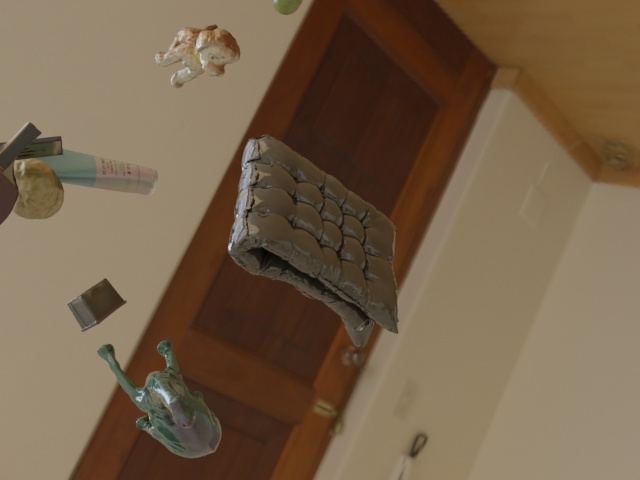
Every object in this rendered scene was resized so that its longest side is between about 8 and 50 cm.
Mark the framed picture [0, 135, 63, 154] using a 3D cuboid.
[{"bbox_3d":[-0.637,-0.153,1.621,0.324,0.013,0.244,-8,-178,-15],"label":"framed picture"}]

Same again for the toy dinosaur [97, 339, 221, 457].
[{"bbox_3d":[-0.194,0.299,1.367,0.331,0.129,0.383,33,157,51],"label":"toy dinosaur"}]

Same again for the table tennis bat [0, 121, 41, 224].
[{"bbox_3d":[-0.495,-0.093,1.305,0.019,0.220,0.130,0,136,51],"label":"table tennis bat"}]

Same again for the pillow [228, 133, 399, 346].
[{"bbox_3d":[0.000,0.000,1.400,0.101,0.228,0.326,-27,132,33],"label":"pillow"}]

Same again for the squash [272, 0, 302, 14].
[{"bbox_3d":[-0.060,-0.562,1.982,0.066,0.066,0.201,27,162,-12],"label":"squash"}]

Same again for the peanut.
[{"bbox_3d":[-0.609,-0.100,1.892,0.124,0.123,0.256,26,167,-4],"label":"peanut"}]

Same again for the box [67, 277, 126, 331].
[{"bbox_3d":[-0.412,0.117,1.628,0.060,0.085,0.063,-25,101,39],"label":"box"}]

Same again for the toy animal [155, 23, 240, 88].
[{"bbox_3d":[-0.222,-0.411,1.835,0.185,0.184,0.104,-9,130,51],"label":"toy animal"}]

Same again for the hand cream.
[{"bbox_3d":[-0.540,-0.160,2.091,0.312,0.111,0.070,9,143,-34],"label":"hand cream"}]
